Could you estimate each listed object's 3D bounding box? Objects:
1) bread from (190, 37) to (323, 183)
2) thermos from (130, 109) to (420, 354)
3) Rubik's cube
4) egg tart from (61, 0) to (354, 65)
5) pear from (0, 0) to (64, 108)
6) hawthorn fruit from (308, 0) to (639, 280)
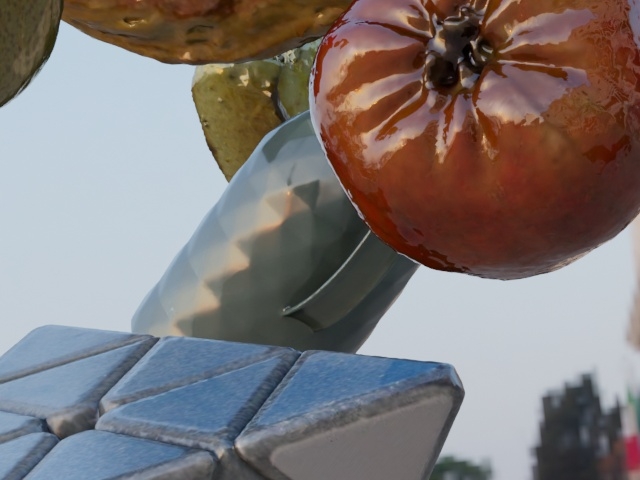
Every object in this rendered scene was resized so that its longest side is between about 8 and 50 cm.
[{"bbox_3d":[-0.003,-0.116,1.747,0.124,0.186,0.257,6,-27,45],"label":"bread"},{"bbox_3d":[0.000,0.000,1.338,0.145,0.182,0.286,28,-67,-19],"label":"thermos"},{"bbox_3d":[-0.091,0.142,0.879,0.229,0.228,0.233,24,-22,8],"label":"Rubik's cube"},{"bbox_3d":[-0.088,-0.341,1.374,0.443,0.443,0.178,-11,19,23],"label":"egg tart"},{"bbox_3d":[-0.217,-0.151,0.910,0.188,0.211,0.228,-19,21,-5],"label":"pear"},{"bbox_3d":[0.068,-0.046,0.657,0.140,0.125,0.125,20,-24,-31],"label":"hawthorn fruit"}]
